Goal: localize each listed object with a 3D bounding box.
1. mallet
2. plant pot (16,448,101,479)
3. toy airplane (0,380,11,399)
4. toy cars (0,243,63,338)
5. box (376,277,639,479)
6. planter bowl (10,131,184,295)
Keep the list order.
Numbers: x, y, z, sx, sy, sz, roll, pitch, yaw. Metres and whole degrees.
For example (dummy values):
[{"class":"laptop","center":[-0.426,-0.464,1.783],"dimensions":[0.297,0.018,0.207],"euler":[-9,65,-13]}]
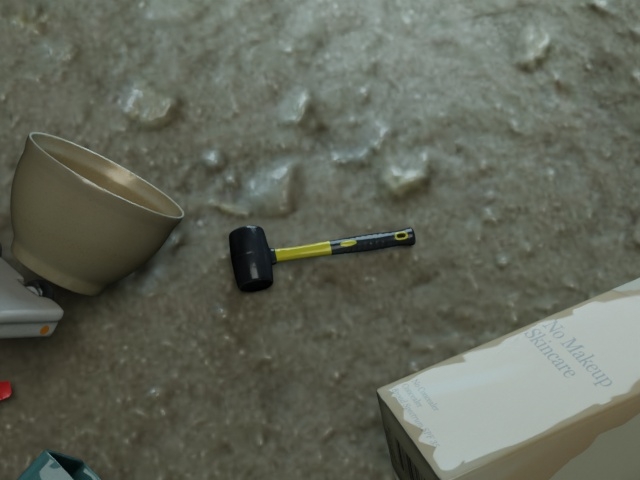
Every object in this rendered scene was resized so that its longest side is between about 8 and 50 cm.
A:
[{"class":"mallet","center":[0.000,0.000,1.210],"dimensions":[0.190,0.039,0.062],"euler":[-15,71,-15]},{"class":"plant pot","center":[-0.246,0.321,1.011],"dimensions":[0.234,0.166,0.165],"euler":[-43,80,-9]},{"class":"toy airplane","center":[-0.347,0.114,1.136],"dimensions":[0.151,0.028,0.151],"euler":[2,70,-6]},{"class":"toy cars","center":[-0.423,0.018,1.097],"dimensions":[0.394,0.176,0.087],"euler":[21,105,-4]},{"class":"box","center":[0.225,0.157,1.099],"dimensions":[0.311,0.121,0.148],"euler":[-22,35,-13]},{"class":"planter bowl","center":[-0.225,-0.016,1.137],"dimensions":[0.162,0.162,0.109],"euler":[30,97,5]}]
